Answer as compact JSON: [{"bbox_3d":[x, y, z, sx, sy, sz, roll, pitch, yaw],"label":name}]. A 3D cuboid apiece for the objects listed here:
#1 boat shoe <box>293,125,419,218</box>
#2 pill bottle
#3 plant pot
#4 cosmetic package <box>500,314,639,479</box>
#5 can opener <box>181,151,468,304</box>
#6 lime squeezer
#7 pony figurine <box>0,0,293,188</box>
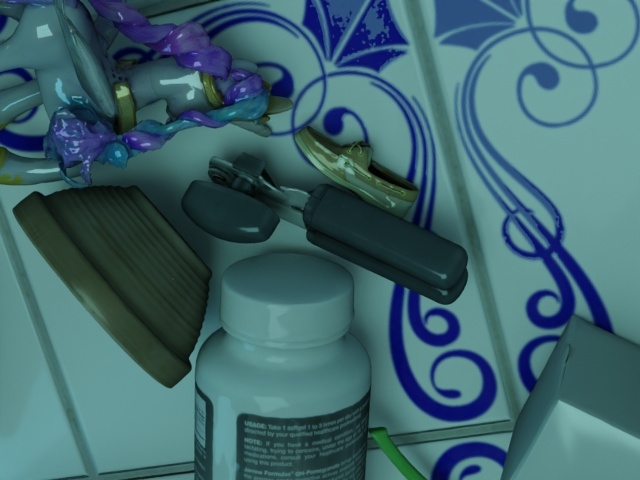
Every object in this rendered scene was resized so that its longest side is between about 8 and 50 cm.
[{"bbox_3d":[0.037,-0.073,1.298,0.135,0.050,0.045,36,112,-11],"label":"boat shoe"},{"bbox_3d":[-0.039,0.182,1.342,0.176,0.176,0.318,8,113,13],"label":"pill bottle"},{"bbox_3d":[-0.185,0.024,1.320,0.110,0.237,0.237,-41,96,-5],"label":"plant pot"},{"bbox_3d":[0.362,0.239,1.243,0.365,0.197,0.155,26,115,7],"label":"cosmetic package"},{"bbox_3d":[0.000,0.000,1.288,0.283,0.095,0.076,25,159,17],"label":"can opener"},{"bbox_3d":[0.117,0.338,1.403,0.110,0.059,0.310,-11,108,-23],"label":"lime squeezer"},{"bbox_3d":[-0.237,-0.192,1.234,0.363,0.303,0.351,-7,140,14],"label":"pony figurine"}]
